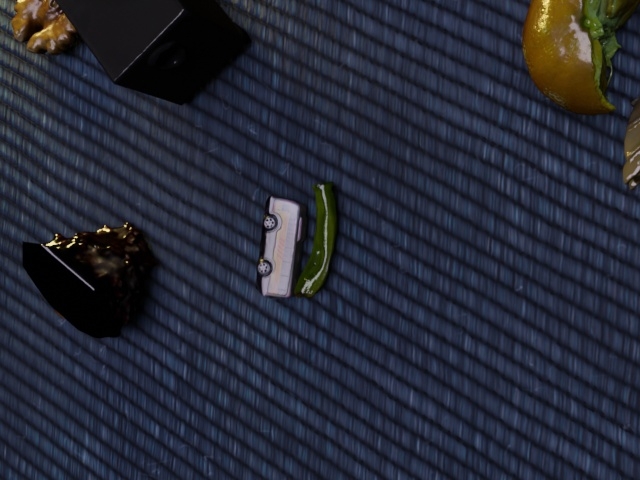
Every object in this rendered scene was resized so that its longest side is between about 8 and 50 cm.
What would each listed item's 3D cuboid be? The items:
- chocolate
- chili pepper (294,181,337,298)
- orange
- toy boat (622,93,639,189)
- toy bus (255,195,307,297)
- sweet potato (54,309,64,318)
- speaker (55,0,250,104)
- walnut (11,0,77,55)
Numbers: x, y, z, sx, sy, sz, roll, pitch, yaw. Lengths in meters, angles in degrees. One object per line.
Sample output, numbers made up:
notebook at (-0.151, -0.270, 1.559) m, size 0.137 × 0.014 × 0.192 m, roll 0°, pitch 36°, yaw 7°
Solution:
chocolate at (-0.391, 0.048, 1.636) m, size 0.224 × 0.206 × 0.177 m, roll 40°, pitch 57°, yaw 7°
chili pepper at (0.000, 0.000, 1.523) m, size 0.052 × 0.050 × 0.201 m, roll 10°, pitch 93°, yaw 34°
orange at (0.378, -0.308, 1.327) m, size 0.159 × 0.179 × 0.237 m, roll 14°, pitch 95°, yaw 17°
toy boat at (0.619, -0.213, 1.273) m, size 0.446 × 0.136 × 0.162 m, roll -33°, pitch 74°, yaw 21°
toy bus at (-0.065, 0.012, 1.543) m, size 0.072 × 0.057 × 0.171 m, roll 7°, pitch 92°, yaw 15°
sweet potato at (-0.493, 0.105, 1.707) m, size 0.034 × 0.034 × 0.095 m, roll -23°, pitch 70°, yaw 18°
speaker at (-0.278, -0.378, 1.527) m, size 0.184 × 0.254 × 0.232 m, roll -40°, pitch 76°, yaw 15°
walnut at (-0.496, -0.425, 1.704) m, size 0.143 × 0.069 × 0.170 m, roll 43°, pitch 98°, yaw 12°
